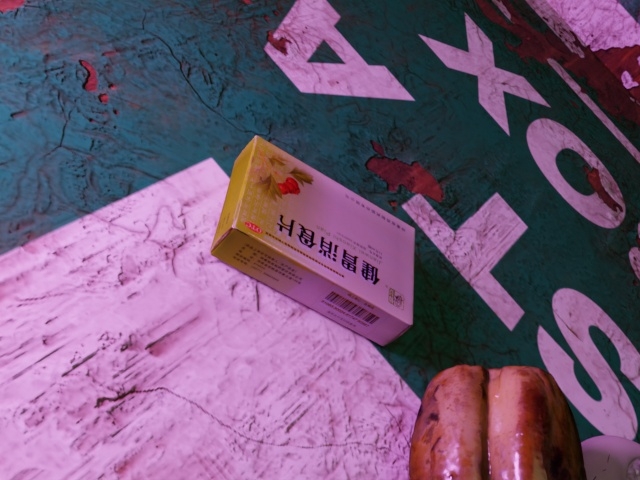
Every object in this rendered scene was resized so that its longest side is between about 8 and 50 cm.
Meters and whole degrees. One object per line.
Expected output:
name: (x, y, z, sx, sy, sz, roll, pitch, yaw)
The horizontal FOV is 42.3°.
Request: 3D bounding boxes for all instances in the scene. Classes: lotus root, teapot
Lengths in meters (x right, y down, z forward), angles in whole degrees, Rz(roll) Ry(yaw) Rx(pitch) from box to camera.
lotus root: (0.186, 0.263, 0.887, 0.193, 0.193, 0.291, 25, 46, -25)
teapot: (0.409, 0.337, 1.047, 0.300, 0.166, 0.208, -15, 55, -37)

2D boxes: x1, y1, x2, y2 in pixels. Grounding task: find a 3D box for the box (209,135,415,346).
box: (0.000, 0.000, 1.038, 0.260, 0.062, 0.175, 30, 41, -20)
